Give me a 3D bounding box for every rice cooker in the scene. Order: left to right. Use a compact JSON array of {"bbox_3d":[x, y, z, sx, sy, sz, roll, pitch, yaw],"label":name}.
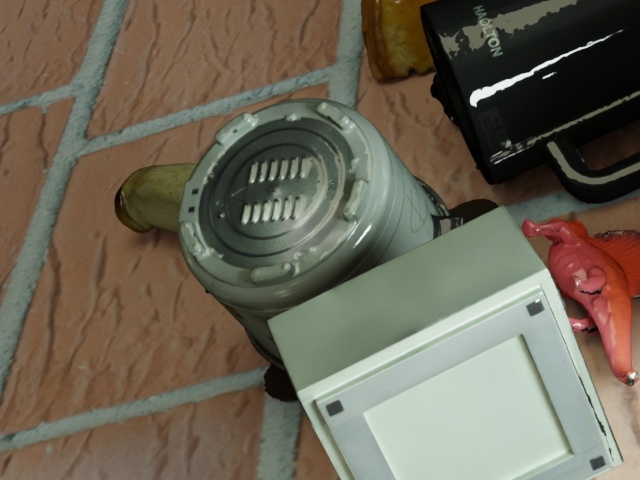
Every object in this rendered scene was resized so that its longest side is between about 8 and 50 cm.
[{"bbox_3d":[0.000,0.000,1.747,0.280,0.227,0.241,-10,57,23],"label":"rice cooker"}]

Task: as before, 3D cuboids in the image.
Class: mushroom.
[{"bbox_3d":[-0.104,-0.044,2.028,0.312,0.081,0.100,6,50,37],"label":"mushroom"}]

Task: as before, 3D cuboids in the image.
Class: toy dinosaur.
[{"bbox_3d":[0.289,0.047,1.667,0.139,0.070,0.286,-8,31,-14],"label":"toy dinosaur"}]

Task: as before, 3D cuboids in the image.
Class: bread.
[{"bbox_3d":[0.127,-0.314,2.212,0.143,0.139,0.229,-3,39,19],"label":"bread"}]

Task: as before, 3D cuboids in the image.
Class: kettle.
[{"bbox_3d":[0.286,-0.193,1.868,0.308,0.203,0.262,-21,30,1],"label":"kettle"}]

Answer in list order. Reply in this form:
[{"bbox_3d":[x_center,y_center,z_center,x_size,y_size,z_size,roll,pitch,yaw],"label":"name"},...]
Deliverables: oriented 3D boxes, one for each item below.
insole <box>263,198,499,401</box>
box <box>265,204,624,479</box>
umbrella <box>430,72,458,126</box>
[{"bbox_3d":[0.070,0.058,1.830,0.328,0.007,0.111,-42,37,-23],"label":"insole"},{"bbox_3d":[0.110,0.130,1.496,0.225,0.225,0.117,-26,32,0],"label":"box"},{"bbox_3d":[0.225,-0.218,2.063,0.235,0.066,0.059,-37,28,-22],"label":"umbrella"}]
